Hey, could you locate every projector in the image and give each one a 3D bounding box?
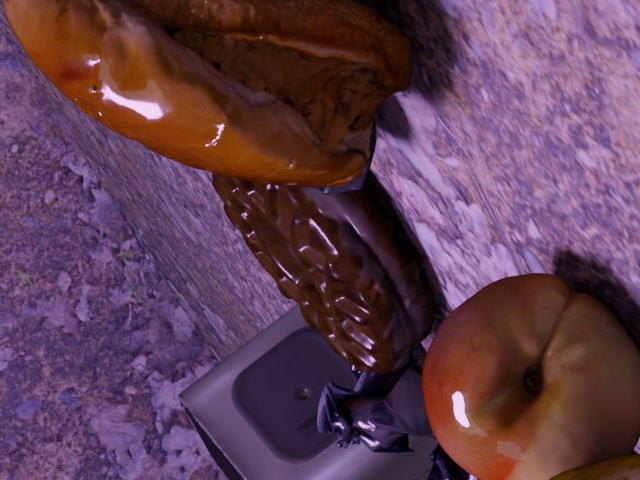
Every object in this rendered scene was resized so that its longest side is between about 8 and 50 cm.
[{"bbox_3d":[-0.004,0.241,2.054,0.248,0.249,0.248,47,168,26],"label":"projector"}]

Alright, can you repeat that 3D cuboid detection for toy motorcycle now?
[{"bbox_3d":[0.100,0.228,1.850,0.270,0.159,0.106,54,-174,7],"label":"toy motorcycle"}]

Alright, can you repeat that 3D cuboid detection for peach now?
[{"bbox_3d":[0.167,0.117,1.258,0.184,0.184,0.184,50,168,15],"label":"peach"}]

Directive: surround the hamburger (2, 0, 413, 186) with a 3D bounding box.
[{"bbox_3d":[-0.091,-0.151,1.242,0.314,0.170,0.290,30,-172,27],"label":"hamburger"}]

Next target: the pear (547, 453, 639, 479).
[{"bbox_3d":[0.315,0.289,1.113,0.386,0.191,0.340,45,156,7],"label":"pear"}]

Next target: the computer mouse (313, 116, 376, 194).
[{"bbox_3d":[-0.005,-0.132,1.452,0.231,0.071,0.126,-127,22,-46],"label":"computer mouse"}]

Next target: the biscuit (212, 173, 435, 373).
[{"bbox_3d":[0.000,0.000,1.716,0.332,0.103,0.332,50,166,17],"label":"biscuit"}]
